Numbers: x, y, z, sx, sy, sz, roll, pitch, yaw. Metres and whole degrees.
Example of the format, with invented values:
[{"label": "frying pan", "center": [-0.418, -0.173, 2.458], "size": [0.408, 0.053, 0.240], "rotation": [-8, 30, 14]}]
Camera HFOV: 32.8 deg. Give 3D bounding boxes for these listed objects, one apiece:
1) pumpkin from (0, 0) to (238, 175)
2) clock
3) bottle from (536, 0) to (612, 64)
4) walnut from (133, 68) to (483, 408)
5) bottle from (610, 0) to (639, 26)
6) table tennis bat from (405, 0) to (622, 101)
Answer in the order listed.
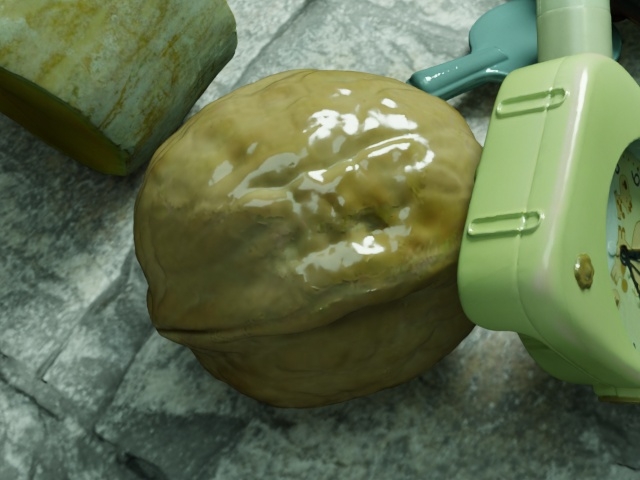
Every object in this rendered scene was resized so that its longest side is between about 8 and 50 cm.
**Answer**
[{"label": "pumpkin", "center": [-0.270, -0.207, 1.056], "size": [0.332, 0.332, 0.199], "rotation": [28, 72, 22]}, {"label": "clock", "center": [0.236, 0.018, 0.882], "size": [0.096, 0.308, 0.235], "rotation": [-9, 54, 40]}, {"label": "bottle", "center": [0.244, -0.148, 1.038], "size": [0.072, 0.072, 0.202], "rotation": [-2, 86, 7]}, {"label": "walnut", "center": [-0.001, -0.001, 0.920], "size": [0.312, 0.277, 0.252], "rotation": [-25, 49, -10]}, {"label": "bottle", "center": [0.314, -0.296, 1.095], "size": [0.271, 0.143, 0.156], "rotation": [40, 113, 26]}, {"label": "table tennis bat", "center": [0.196, -0.191, 1.117], "size": [0.244, 0.040, 0.153], "rotation": [-24, 49, -19]}]
